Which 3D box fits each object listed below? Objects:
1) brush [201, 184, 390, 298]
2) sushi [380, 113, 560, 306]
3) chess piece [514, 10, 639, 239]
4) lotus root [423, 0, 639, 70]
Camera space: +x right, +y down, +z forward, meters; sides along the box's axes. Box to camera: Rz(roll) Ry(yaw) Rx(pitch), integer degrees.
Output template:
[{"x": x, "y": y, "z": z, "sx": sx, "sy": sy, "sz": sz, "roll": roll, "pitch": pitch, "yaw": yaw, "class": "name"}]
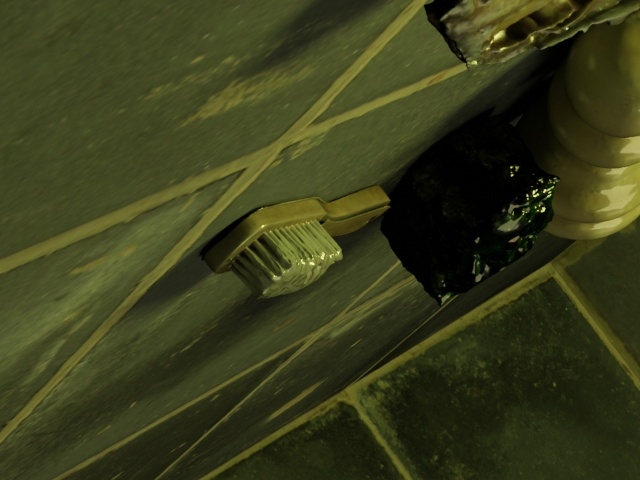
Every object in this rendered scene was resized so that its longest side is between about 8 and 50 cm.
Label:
[{"x": 0.000, "y": 0.000, "z": 1.530, "sx": 0.070, "sy": 0.065, "sz": 0.327, "roll": -42, "pitch": 171, "yaw": 21, "class": "brush"}, {"x": 0.149, "y": -0.026, "z": 1.757, "sx": 0.124, "sy": 0.127, "sz": 0.225, "roll": -31, "pitch": 169, "yaw": -25, "class": "sushi"}, {"x": 0.272, "y": -0.124, "z": 1.700, "sx": 0.167, "sy": 0.167, "sz": 0.300, "roll": -34, "pitch": 165, "yaw": -13, "class": "chess piece"}, {"x": 0.192, "y": -0.224, "z": 1.067, "sx": 0.329, "sy": 0.078, "sz": 0.167, "roll": -34, "pitch": 148, "yaw": -7, "class": "lotus root"}]
